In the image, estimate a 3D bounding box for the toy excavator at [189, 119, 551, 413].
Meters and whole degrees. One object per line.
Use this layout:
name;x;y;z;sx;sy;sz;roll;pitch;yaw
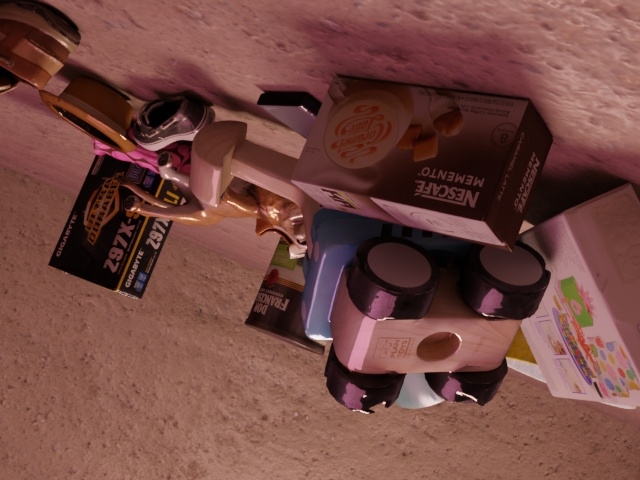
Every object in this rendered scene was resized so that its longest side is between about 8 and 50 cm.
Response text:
toy excavator;0.041;-0.001;1.152;0.432;0.222;0.445;1;-140;-13

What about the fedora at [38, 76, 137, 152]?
fedora;-0.395;-0.231;1.439;0.194;0.079;0.194;29;171;5

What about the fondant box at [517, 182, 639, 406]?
fondant box;0.346;0.082;1.065;0.096;0.238;0.330;-23;174;-6

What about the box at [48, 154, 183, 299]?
box;-0.424;-0.057;1.744;0.257;0.322;0.079;15;170;38

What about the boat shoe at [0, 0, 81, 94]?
boat shoe;-0.489;-0.285;1.218;0.324;0.120;0.122;13;167;43

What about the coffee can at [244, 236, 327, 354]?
coffee can;-0.037;0.109;1.950;0.201;0.275;0.201;21;170;4

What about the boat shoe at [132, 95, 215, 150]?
boat shoe;-0.257;-0.200;1.333;0.070;0.078;0.219;28;161;-37

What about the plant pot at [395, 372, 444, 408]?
plant pot;0.216;0.184;1.807;0.235;0.293;0.293;54;161;-14

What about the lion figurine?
lion figurine;-0.168;-0.077;1.514;0.392;0.142;0.240;7;170;35

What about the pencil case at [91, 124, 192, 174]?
pencil case;-0.349;-0.178;1.607;0.209;0.095;0.098;19;-155;8

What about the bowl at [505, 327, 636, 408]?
bowl;0.523;0.221;1.678;0.289;0.156;0.289;21;171;4

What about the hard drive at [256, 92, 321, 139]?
hard drive;-0.011;-0.163;1.126;0.094;0.022;0.135;12;166;46

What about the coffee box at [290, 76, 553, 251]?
coffee box;0.109;-0.089;0.910;0.246;0.141;0.098;16;169;35

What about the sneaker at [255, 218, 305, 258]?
sneaker;0.000;0.000;1.728;0.290;0.123;0.106;20;169;1
